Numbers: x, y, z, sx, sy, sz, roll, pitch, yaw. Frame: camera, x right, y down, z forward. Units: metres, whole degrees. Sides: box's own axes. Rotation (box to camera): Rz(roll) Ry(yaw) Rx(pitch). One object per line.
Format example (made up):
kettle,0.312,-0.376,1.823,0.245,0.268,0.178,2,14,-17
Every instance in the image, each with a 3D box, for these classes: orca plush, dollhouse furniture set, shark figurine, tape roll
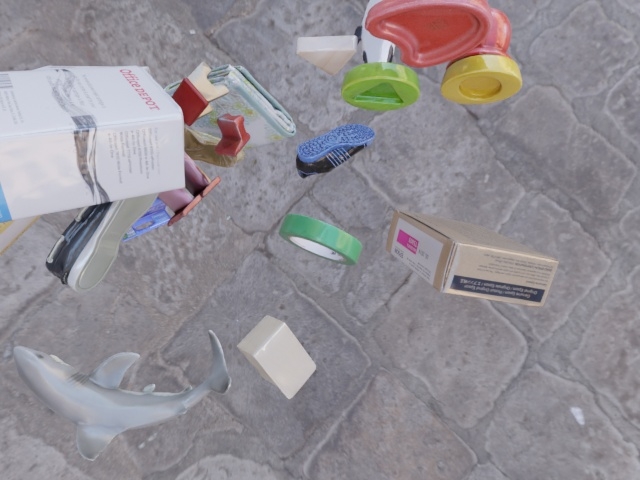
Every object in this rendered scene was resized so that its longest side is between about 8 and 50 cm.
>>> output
orca plush,0.184,-0.520,1.275,0.102,0.151,0.288,5,67,-51
dollhouse furniture set,-0.306,-0.193,1.052,0.201,0.374,0.152,47,55,-15
shark figurine,-0.238,0.214,0.579,0.278,0.116,0.166,-1,113,1
tape roll,0.000,0.000,1.788,0.321,0.321,0.077,23,79,-6

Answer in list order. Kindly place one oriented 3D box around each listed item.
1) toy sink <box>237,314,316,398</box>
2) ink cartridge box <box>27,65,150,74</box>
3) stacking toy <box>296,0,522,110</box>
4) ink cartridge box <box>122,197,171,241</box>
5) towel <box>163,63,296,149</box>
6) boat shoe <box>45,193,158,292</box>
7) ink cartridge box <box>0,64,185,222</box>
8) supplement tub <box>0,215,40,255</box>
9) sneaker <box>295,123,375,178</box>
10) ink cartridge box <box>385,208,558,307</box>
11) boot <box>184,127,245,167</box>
toy sink,-0.150,0.400,1.611,0.153,0.131,0.234,-46,120,-24
ink cartridge box,-0.594,-0.390,1.162,0.274,0.239,0.060,1,119,0
stacking toy,0.138,-0.310,0.693,0.279,0.309,0.131,0,82,30
ink cartridge box,-0.642,-0.164,1.535,0.185,0.065,0.311,-29,80,-35
towel,-0.310,-0.443,1.627,0.320,0.374,0.090,-6,65,28
boat shoe,-0.402,-0.053,0.879,0.091,0.114,0.303,28,76,10
ink cartridge box,-0.383,-0.154,0.685,0.307,0.129,0.223,-16,44,-30
supplement tub,-0.747,-0.064,0.961,0.241,0.241,0.331,36,68,-2
sneaker,0.037,-0.235,1.233,0.232,0.090,0.081,-21,61,-20
ink cartridge box,0.247,0.024,0.813,0.193,0.235,0.088,9,104,-16
boot,-0.389,-0.319,1.569,0.261,0.203,0.095,16,103,-3
